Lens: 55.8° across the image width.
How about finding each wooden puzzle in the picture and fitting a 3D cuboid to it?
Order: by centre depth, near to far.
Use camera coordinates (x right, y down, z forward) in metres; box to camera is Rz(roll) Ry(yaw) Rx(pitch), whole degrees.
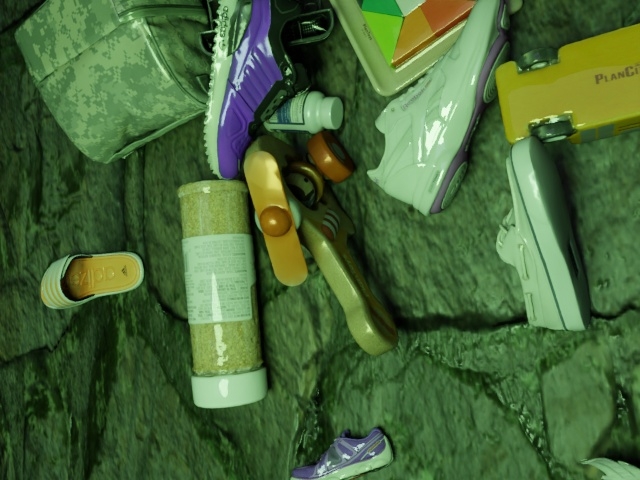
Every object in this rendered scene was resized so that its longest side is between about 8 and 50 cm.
[{"bbox_3d":[0.140,-0.366,0.890,0.238,0.044,0.221,-30,77,22],"label":"wooden puzzle"}]

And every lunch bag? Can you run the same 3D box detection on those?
[{"bbox_3d":[-0.324,-0.291,1.019,0.305,0.212,0.256,-18,97,30],"label":"lunch bag"}]

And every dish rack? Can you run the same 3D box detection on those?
[{"bbox_3d":[-0.098,-0.424,0.951,0.208,0.074,0.272,-9,88,1],"label":"dish rack"}]

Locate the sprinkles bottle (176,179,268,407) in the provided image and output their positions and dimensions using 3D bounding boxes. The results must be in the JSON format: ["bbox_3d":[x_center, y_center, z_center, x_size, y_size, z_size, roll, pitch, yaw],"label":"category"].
[{"bbox_3d":[-0.161,0.083,0.984,0.121,0.121,0.356,-7,86,25],"label":"sprinkles bottle"}]

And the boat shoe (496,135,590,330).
[{"bbox_3d":[0.266,0.001,0.758,0.088,0.096,0.268,-8,122,35],"label":"boat shoe"}]

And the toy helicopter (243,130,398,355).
[{"bbox_3d":[0.000,0.000,0.846,0.140,0.235,0.355,-35,75,21],"label":"toy helicopter"}]

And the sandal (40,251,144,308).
[{"bbox_3d":[-0.458,0.068,1.153,0.265,0.076,0.102,-13,83,25],"label":"sandal"}]

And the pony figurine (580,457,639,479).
[{"bbox_3d":[0.490,0.343,0.613,0.363,0.303,0.351,-36,83,5],"label":"pony figurine"}]

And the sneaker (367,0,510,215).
[{"bbox_3d":[0.157,-0.194,0.835,0.152,0.114,0.305,27,104,25],"label":"sneaker"}]

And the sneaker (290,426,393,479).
[{"bbox_3d":[0.030,0.335,0.932,0.169,0.068,0.071,-25,64,15],"label":"sneaker"}]

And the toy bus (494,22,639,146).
[{"bbox_3d":[0.389,-0.194,0.720,0.332,0.130,0.108,-11,85,25],"label":"toy bus"}]

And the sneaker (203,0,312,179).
[{"bbox_3d":[-0.088,-0.221,0.889,0.146,0.102,0.294,8,116,-7],"label":"sneaker"}]

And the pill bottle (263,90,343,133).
[{"bbox_3d":[-0.028,-0.203,0.955,0.120,0.067,0.067,7,92,25],"label":"pill bottle"}]

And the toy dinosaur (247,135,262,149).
[{"bbox_3d":[-0.120,-0.156,1.002,0.047,0.090,0.082,-66,33,27],"label":"toy dinosaur"}]
